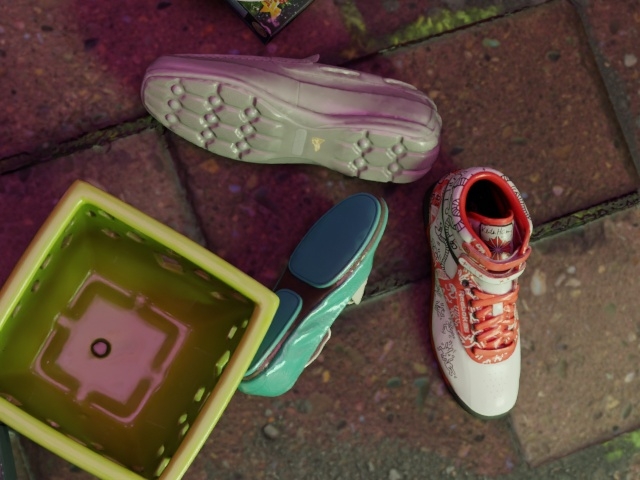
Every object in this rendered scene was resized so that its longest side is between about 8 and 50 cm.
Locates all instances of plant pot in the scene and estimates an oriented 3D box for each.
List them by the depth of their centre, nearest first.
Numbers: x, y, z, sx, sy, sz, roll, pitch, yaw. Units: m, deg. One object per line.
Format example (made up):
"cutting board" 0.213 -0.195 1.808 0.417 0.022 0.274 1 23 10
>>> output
"plant pot" -0.200 0.101 1.343 0.228 0.207 0.227 32 79 -7

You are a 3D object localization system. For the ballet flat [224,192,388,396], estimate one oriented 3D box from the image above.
"ballet flat" -0.006 0.061 1.456 0.083 0.087 0.247 32 80 38

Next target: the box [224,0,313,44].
"box" -0.029 -0.349 1.513 0.233 0.044 0.159 -45 93 -13

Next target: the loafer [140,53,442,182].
"loafer" -0.029 -0.143 1.469 0.319 0.112 0.111 13 45 -9

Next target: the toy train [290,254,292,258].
"toy train" 0.000 0.000 1.492 0.024 0.017 0.083 46 77 -13

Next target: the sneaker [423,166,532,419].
"sneaker" 0.171 0.055 1.454 0.090 0.145 0.270 -7 85 -12

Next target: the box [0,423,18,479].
"box" -0.416 0.274 1.210 0.313 0.343 0.179 -10 85 -13
